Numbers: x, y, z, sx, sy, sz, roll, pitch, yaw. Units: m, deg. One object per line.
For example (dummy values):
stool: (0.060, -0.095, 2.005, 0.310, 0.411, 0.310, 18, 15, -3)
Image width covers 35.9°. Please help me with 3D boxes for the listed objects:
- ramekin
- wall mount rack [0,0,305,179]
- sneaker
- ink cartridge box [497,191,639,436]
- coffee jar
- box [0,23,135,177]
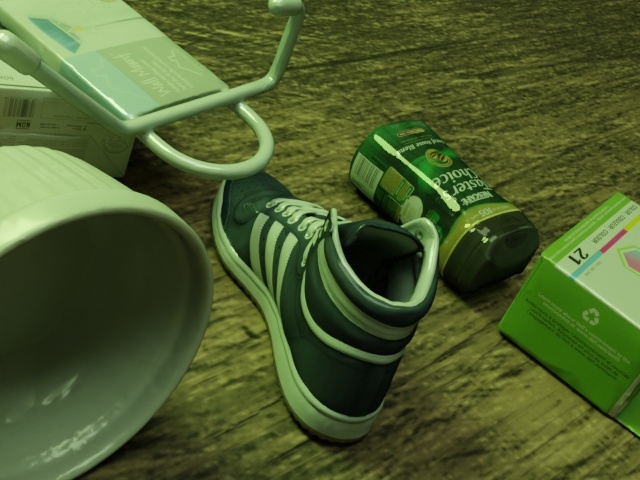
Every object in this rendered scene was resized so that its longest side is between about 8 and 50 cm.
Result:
ramekin: (-0.177, 0.042, 0.587, 0.207, 0.207, 0.109, -17, 43, -42)
wall mount rack: (-0.189, -0.182, 0.766, 0.350, 0.130, 0.304, 40, 39, 22)
sneaker: (0.000, 0.000, 0.771, 0.099, 0.153, 0.282, 2, 41, -28)
ink cartridge box: (0.319, 0.089, 0.885, 0.255, 0.097, 0.189, 38, 38, 19)
coffee jar: (0.117, -0.033, 0.941, 0.096, 0.079, 0.184, -15, 52, -41)
box: (-0.278, -0.184, 0.904, 0.169, 0.087, 0.290, 0, 43, -29)
